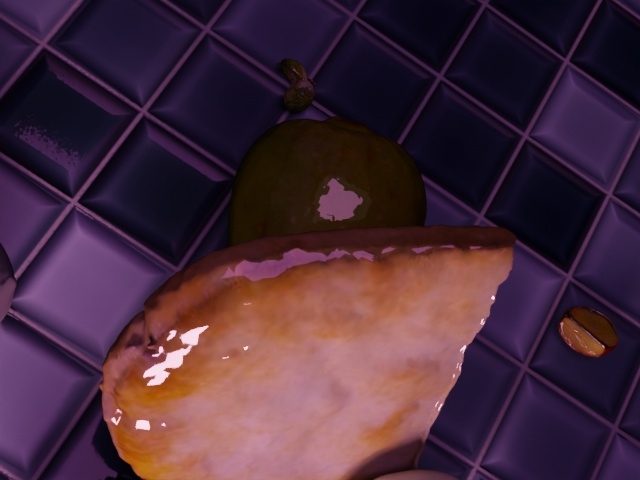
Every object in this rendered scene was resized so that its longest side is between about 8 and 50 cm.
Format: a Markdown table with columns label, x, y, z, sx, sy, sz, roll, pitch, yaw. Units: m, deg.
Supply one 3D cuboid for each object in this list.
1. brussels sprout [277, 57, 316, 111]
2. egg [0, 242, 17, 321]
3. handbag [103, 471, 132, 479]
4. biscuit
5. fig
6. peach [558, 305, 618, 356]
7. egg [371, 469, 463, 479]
| label | x | y | z | sx | sy | sz | roll | pitch | yaw |
| --- | --- | --- | --- | --- | --- | --- | --- | --- | --- |
| brussels sprout | -0.035 | -0.231 | 1.359 | 0.051 | 0.046 | 0.083 | -3 | 74 | -24 |
| egg | -0.479 | 0.031 | 1.083 | 0.232 | 0.176 | 0.176 | 32 | 68 | -4 |
| handbag | -0.247 | 0.403 | 1.068 | 0.208 | 0.127 | 0.228 | -26 | 85 | -19 |
| biscuit | -0.031 | 0.160 | 1.082 | 0.447 | 0.429 | 0.104 | -3 | 42 | -16 |
| fig | 0.000 | 0.000 | 1.199 | 0.258 | 0.258 | 0.326 | 14 | 84 | -12 |
| peach | 0.395 | 0.139 | 1.375 | 0.083 | 0.050 | 0.077 | 13 | 48 | -22 |
| egg | 0.110 | 0.363 | 1.146 | 0.209 | 0.151 | 0.151 | -6 | 75 | 6 |
